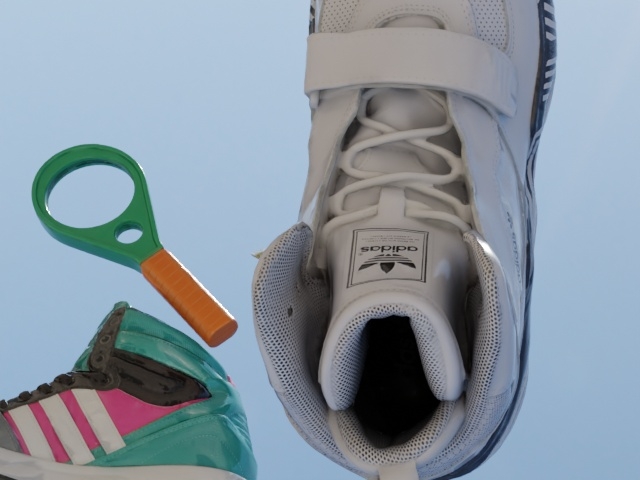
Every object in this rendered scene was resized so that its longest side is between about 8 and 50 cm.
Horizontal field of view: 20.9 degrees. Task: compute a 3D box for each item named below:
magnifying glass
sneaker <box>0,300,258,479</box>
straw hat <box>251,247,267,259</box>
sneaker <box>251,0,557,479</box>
[{"bbox_3d":[-0.145,0.003,1.365,0.092,0.026,0.231,-35,-124,-19],"label":"magnifying glass"},{"bbox_3d":[-0.190,0.129,1.309,0.295,0.124,0.178,6,-132,-2],"label":"sneaker"},{"bbox_3d":[0.000,0.000,1.826,0.144,0.144,0.061,23,-76,55],"label":"straw hat"},{"bbox_3d":[0.049,-0.039,0.883,0.137,0.366,0.210,0,-174,9],"label":"sneaker"}]
